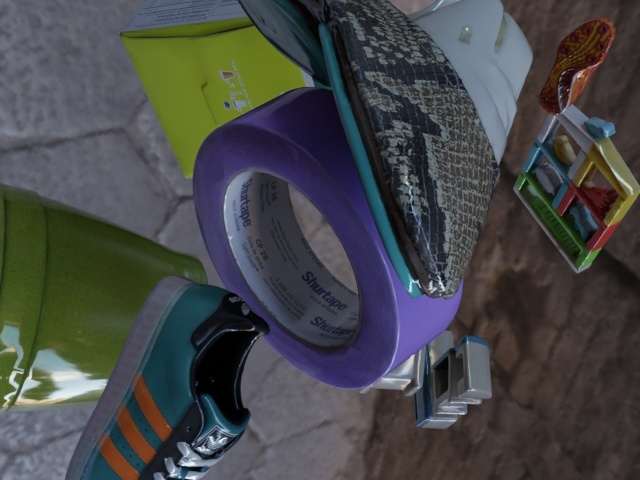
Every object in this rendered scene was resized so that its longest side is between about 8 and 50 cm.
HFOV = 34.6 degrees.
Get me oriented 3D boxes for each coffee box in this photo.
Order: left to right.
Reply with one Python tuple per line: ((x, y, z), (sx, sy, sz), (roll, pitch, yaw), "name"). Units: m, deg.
((-0.114, -0.352, 1.953), (0.334, 0.338, 0.337), (-65, 145, -43), "coffee box")

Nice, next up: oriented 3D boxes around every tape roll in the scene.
((0.000, 0.000, 0.960), (0.090, 0.275, 0.275), (-33, 148, -32), "tape roll")

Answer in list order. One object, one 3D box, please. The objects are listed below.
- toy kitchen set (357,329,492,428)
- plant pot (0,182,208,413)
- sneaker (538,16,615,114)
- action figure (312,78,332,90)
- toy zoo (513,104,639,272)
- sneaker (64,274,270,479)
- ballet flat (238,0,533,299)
((0.105, 0.148, 1.268), (0.166, 0.122, 0.207), (4, 157, -10), "toy kitchen set")
((-0.376, 0.109, 1.622), (0.353, 0.366, 0.366), (10, 124, -27), "plant pot")
((0.363, -0.254, 1.452), (0.067, 0.064, 0.175), (-43, 169, -36), "sneaker")
((0.109, -0.211, 1.246), (0.232, 0.137, 0.063), (-30, 158, 18), "action figure")
((0.406, -0.094, 1.633), (0.030, 0.192, 0.293), (-25, 157, -18), "toy zoo")
((-0.142, 0.186, 0.956), (0.108, 0.121, 0.302), (30, 77, -61), "sneaker")
((0.057, -0.160, 0.824), (0.182, 0.483, 0.164), (-27, 133, 1), "ballet flat")
